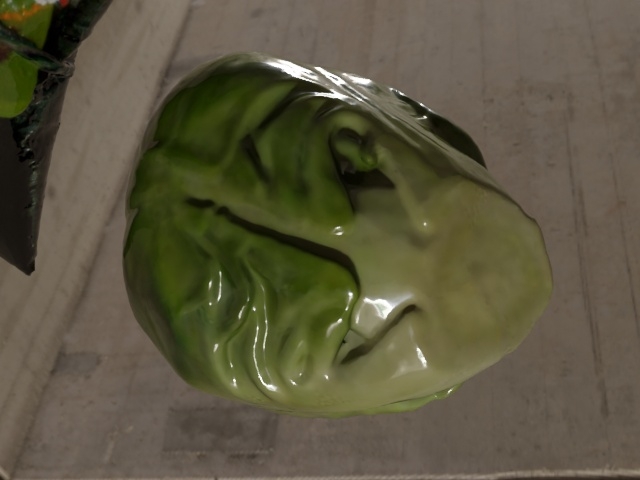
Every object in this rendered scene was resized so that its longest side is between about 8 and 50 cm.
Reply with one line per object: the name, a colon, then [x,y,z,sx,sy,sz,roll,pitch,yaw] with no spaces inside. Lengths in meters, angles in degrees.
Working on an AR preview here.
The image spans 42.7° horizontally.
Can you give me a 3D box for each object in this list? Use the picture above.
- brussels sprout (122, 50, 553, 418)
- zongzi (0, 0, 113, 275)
brussels sprout: [0.003,0.004,0.672,0.354,0.281,0.290,13,-87,45]
zongzi: [-0.335,-0.135,0.651,0.383,0.362,0.319,7,-152,-15]
